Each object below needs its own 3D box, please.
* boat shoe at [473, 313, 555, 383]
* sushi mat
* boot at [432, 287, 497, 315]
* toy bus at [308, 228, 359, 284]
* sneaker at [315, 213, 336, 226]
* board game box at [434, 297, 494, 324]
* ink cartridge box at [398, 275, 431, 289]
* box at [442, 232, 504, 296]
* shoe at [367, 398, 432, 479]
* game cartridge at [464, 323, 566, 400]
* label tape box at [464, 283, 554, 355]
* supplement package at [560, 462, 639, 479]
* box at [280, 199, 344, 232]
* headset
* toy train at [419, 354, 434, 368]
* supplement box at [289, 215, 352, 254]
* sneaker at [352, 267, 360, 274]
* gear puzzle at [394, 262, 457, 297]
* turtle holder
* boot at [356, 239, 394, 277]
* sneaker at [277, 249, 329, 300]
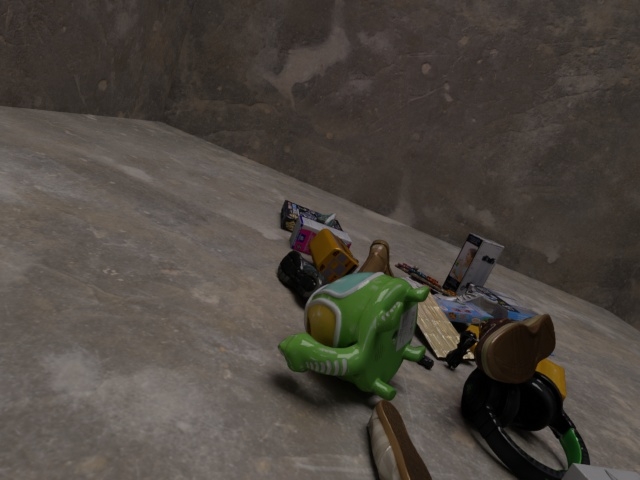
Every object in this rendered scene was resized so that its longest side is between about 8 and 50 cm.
[{"bbox_3d":[0.421,0.235,0.933,0.341,0.124,0.123,-7,-2,-44],"label":"boat shoe"},{"bbox_3d":[0.354,0.251,1.293,0.151,0.019,0.317,9,32,-24],"label":"sushi mat"},{"bbox_3d":[0.566,0.235,1.615,0.258,0.124,0.095,21,15,-8],"label":"boot"},{"bbox_3d":[0.038,0.050,1.409,0.130,0.108,0.333,41,7,-15],"label":"toy bus"},{"bbox_3d":[0.024,-0.098,1.845,0.076,0.065,0.166,22,14,8],"label":"sneaker"},{"bbox_3d":[0.487,0.254,1.479,0.211,0.039,0.160,9,8,-8],"label":"board game box"},{"bbox_3d":[0.359,0.190,1.597,0.099,0.056,0.135,32,17,30],"label":"ink cartridge box"},{"bbox_3d":[0.706,0.124,1.889,0.169,0.290,0.087,12,18,-33],"label":"box"},{"bbox_3d":[0.126,0.361,0.662,0.076,0.058,0.219,39,12,-22],"label":"shoe"},{"bbox_3d":[0.627,0.381,1.333,0.323,0.053,0.285,28,15,25],"label":"game cartridge"},{"bbox_3d":[0.787,0.319,1.686,0.240,0.106,0.334,14,17,-28],"label":"label tape box"},{"bbox_3d":[0.515,0.477,0.713,0.179,0.105,0.105,17,16,-20],"label":"supplement package"},{"bbox_3d":[-0.041,-0.079,1.923,0.293,0.074,0.295,19,16,-12],"label":"box"},{"bbox_3d":[0.420,0.379,0.949,0.243,0.185,0.394,13,32,-22],"label":"headset"},{"bbox_3d":[0.233,0.293,1.102,0.158,0.027,0.036,29,12,20],"label":"toy train"},{"bbox_3d":[0.000,0.000,1.625,0.219,0.111,0.114,19,15,-14],"label":"supplement box"},{"bbox_3d":[0.119,0.130,1.454,0.082,0.072,0.190,21,5,20],"label":"sneaker"},{"bbox_3d":[0.483,0.180,1.732,0.338,0.044,0.175,29,0,-24],"label":"gear puzzle"},{"bbox_3d":[0.072,0.202,0.869,0.227,0.244,0.320,15,48,34],"label":"turtle holder"},{"bbox_3d":[0.159,0.152,1.307,0.089,0.236,0.269,0,29,24],"label":"boot"},{"bbox_3d":[-0.045,0.121,1.218,0.106,0.101,0.267,40,2,-34],"label":"sneaker"}]
